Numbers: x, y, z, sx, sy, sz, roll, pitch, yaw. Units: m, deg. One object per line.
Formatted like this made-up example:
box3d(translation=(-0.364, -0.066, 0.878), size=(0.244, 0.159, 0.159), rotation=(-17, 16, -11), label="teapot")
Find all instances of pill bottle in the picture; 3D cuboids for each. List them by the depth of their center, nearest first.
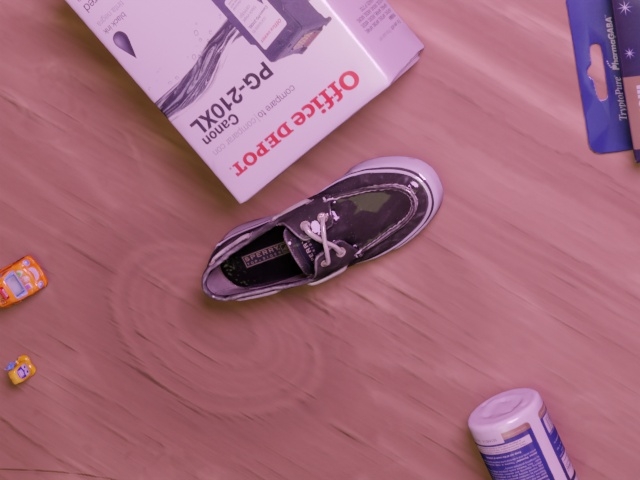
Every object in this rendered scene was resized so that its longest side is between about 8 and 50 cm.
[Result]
box3d(translation=(0.176, 0.190, 1.272), size=(0.067, 0.067, 0.120), rotation=(-19, 104, 24), label="pill bottle")

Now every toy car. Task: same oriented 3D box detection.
box3d(translation=(-0.273, 0.077, 1.389), size=(0.060, 0.040, 0.122), rotation=(-7, 109, 21), label="toy car")

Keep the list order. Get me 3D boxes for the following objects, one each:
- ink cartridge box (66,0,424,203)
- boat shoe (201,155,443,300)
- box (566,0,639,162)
box3d(translation=(-0.064, -0.175, 1.179), size=(0.172, 0.100, 0.237), rotation=(-38, 96, 28), label="ink cartridge box")
box3d(translation=(0.000, 0.000, 1.249), size=(0.219, 0.070, 0.078), rotation=(-25, 102, 26), label="boat shoe")
box3d(translation=(0.299, -0.132, 1.115), size=(0.225, 0.036, 0.136), rotation=(-5, 110, 22), label="box")
